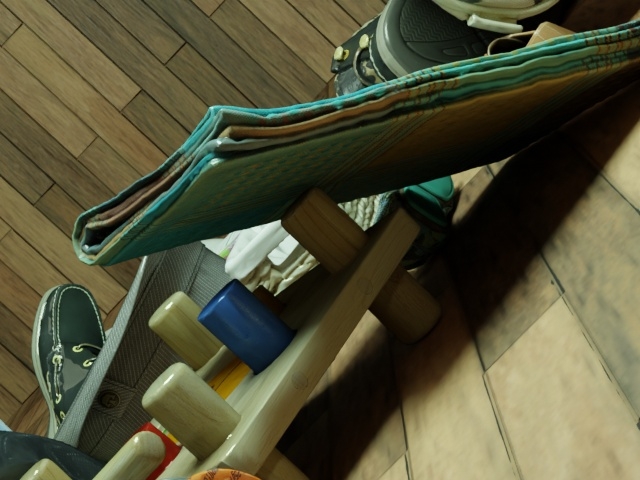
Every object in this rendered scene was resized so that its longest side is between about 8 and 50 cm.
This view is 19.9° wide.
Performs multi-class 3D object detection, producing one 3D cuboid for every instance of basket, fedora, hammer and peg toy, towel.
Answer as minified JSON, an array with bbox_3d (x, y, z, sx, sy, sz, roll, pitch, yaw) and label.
[{"bbox_3d":[0.000,0.000,1.539,0.113,0.103,0.167,-45,8,15],"label":"basket"},{"bbox_3d":[-0.126,0.099,1.571,0.275,0.124,0.243,-62,5,13],"label":"fedora"},{"bbox_3d":[-0.080,0.138,1.168,0.266,0.127,0.361,-37,12,46],"label":"hammer and peg toy"},{"bbox_3d":[0.037,-0.068,1.233,0.370,0.040,0.271,-16,-8,-29],"label":"towel"}]

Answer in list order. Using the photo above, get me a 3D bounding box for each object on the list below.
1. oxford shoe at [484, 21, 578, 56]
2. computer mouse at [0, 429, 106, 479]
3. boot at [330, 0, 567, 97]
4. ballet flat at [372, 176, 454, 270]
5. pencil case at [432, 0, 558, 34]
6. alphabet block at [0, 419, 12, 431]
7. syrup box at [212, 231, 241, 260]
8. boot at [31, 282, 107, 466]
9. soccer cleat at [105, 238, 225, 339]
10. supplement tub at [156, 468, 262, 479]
[{"bbox_3d":[0.155,-0.126,1.442,0.076,0.076,0.212,-53,7,-22],"label":"oxford shoe"},{"bbox_3d":[-0.224,0.201,1.328,0.188,0.072,0.272,-43,-28,2],"label":"computer mouse"},{"bbox_3d":[0.114,-0.202,1.828,0.284,0.138,0.377,-38,8,47],"label":"boot"},{"bbox_3d":[0.067,-0.022,1.441,0.070,0.070,0.188,-45,5,16],"label":"ballet flat"},{"bbox_3d":[0.081,-0.295,1.570,0.410,0.160,0.183,-138,46,-62],"label":"pencil case"},{"bbox_3d":[-0.307,0.257,1.535,0.193,0.192,0.197,-44,8,-15],"label":"alphabet block"},{"bbox_3d":[-0.042,0.020,1.713,0.237,0.093,0.096,-45,8,15],"label":"syrup box"},{"bbox_3d":[-0.202,0.127,1.782,0.179,0.085,0.236,-35,54,44],"label":"boot"},{"bbox_3d":[-0.161,0.114,1.936,0.143,0.116,0.331,-20,-20,-52],"label":"soccer cleat"},{"bbox_3d":[-0.090,0.196,0.944,0.190,0.117,0.117,-39,10,43],"label":"supplement tub"}]
